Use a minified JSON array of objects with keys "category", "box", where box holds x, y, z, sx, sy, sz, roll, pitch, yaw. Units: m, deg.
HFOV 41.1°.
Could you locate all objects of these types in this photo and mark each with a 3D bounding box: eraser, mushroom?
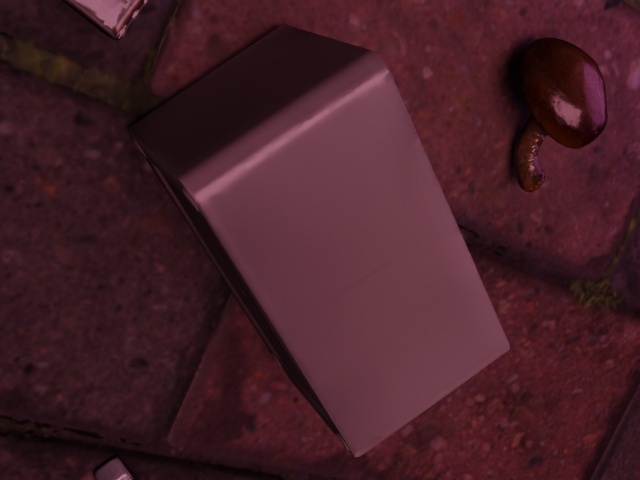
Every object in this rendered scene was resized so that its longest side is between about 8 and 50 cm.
[{"category":"eraser","box":[-0.143,0.212,0.673,0.027,0.019,0.099,-35,122,-12]},{"category":"mushroom","box":[0.199,-0.100,0.707,0.088,0.072,0.130,-26,126,-52]}]

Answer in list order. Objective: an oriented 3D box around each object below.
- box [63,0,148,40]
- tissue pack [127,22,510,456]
[{"category":"box","box":[-0.094,-0.301,0.492,0.180,0.047,0.325,38,88,-32]},{"category":"tissue pack","box":[-0.001,0.000,0.588,0.136,0.159,0.246,-35,121,-11]}]
